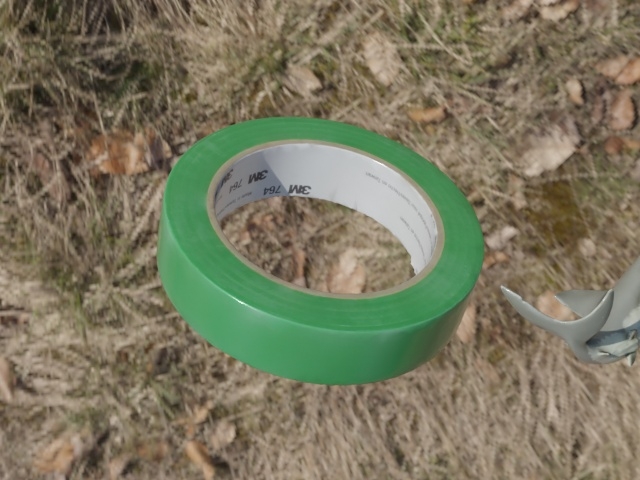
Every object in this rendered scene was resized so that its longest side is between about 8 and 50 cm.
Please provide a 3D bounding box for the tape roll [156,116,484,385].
[{"bbox_3d":[0.000,0.000,1.088,0.321,0.321,0.077,0,132,-18],"label":"tape roll"}]

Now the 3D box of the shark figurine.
[{"bbox_3d":[0.272,0.070,1.074,0.278,0.116,0.166,-24,127,-43],"label":"shark figurine"}]
